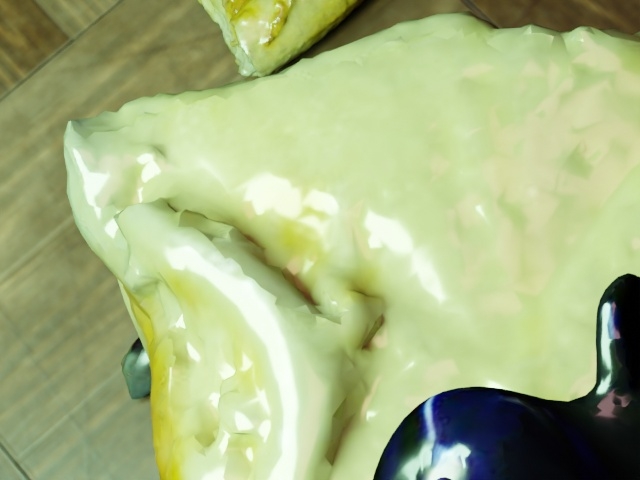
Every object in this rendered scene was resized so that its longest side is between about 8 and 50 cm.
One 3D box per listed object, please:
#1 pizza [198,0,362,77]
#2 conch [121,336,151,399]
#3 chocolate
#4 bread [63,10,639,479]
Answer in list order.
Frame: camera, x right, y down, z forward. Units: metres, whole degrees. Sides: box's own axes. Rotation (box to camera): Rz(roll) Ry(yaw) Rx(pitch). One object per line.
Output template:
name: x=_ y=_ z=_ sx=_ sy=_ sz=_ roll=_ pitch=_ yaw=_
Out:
pizza: x=-0.018 y=-0.191 z=1.035 sx=0.182 sy=0.062 sz=0.161 roll=-44 pitch=64 yaw=-7
conch: x=0.000 y=-0.005 z=0.950 sx=0.233 sy=0.080 sz=0.086 roll=-19 pitch=60 yaw=3
chocolate: x=0.029 y=0.167 z=0.463 sx=0.148 sy=0.126 sz=0.343 roll=18 pitch=82 yaw=0
bread: x=0.103 y=0.143 z=0.719 sx=0.279 sy=0.371 sz=0.390 roll=-15 pitch=71 yaw=7
